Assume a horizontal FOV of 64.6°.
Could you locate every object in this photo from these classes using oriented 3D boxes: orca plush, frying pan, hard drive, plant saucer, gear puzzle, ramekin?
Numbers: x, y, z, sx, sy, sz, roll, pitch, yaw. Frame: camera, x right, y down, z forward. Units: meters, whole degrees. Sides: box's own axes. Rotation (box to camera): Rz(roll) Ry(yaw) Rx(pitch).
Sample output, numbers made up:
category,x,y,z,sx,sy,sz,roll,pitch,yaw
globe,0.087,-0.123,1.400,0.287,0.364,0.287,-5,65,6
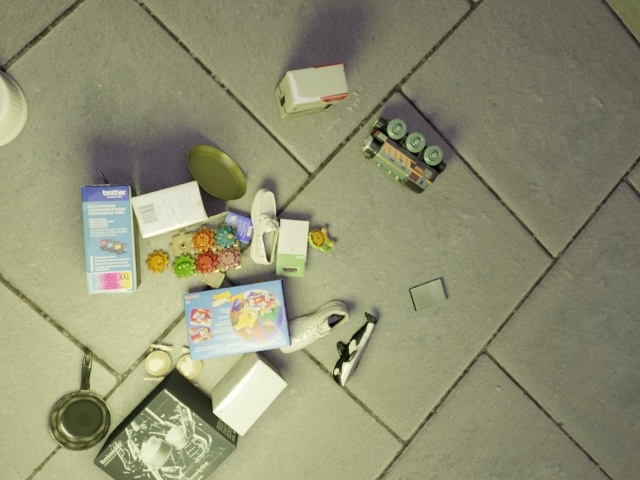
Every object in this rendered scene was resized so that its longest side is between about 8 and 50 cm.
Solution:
category,x,y,z,sx,sy,sz,roll,pitch,yaw
orca plush,0.107,0.399,1.913,0.102,0.151,0.287,24,87,19
frying pan,-0.830,0.550,1.716,0.197,0.053,0.325,-16,92,-13
hard drive,0.428,0.218,2.025,0.135,0.022,0.094,-18,94,-12
plant saucer,-0.366,-0.228,1.765,0.241,0.241,0.037,45,124,-10
gear puzzle,-0.451,0.041,1.775,0.339,0.044,0.175,-10,78,1
ramekin,-1.104,-0.438,1.607,0.278,0.135,0.277,0,90,-13

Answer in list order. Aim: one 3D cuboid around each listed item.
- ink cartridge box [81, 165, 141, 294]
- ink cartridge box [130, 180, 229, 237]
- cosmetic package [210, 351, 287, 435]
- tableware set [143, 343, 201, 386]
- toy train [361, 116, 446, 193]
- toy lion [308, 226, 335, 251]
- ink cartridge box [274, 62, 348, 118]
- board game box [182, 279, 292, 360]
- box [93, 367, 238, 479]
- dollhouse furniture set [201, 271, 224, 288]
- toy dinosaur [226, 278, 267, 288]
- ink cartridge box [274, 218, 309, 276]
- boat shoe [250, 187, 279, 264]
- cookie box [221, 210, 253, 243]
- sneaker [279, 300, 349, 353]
category,x,y,z,sx,sy,sz,roll,pitch,yaw
ink cartridge box,-0.671,-0.036,1.640,0.151,0.270,0.395,-1,90,-16
ink cartridge box,-0.455,-0.104,1.671,0.272,0.309,0.129,-17,94,-13
cosmetic package,-0.253,0.514,1.762,0.138,0.225,0.224,44,82,-10
tableware set,-0.520,0.439,1.795,0.194,0.039,0.128,12,79,-15
toy train,0.321,-0.328,1.947,0.334,0.142,0.190,33,93,-11
toy lion,0.000,0.000,1.897,0.096,0.034,0.100,-38,100,-42
ink cartridge box,-0.039,-0.523,1.789,0.197,0.273,0.114,-13,97,-13
board game box,-0.289,0.277,1.774,0.348,0.078,0.233,-8,84,0
box,-0.504,0.675,1.699,0.312,0.179,0.343,43,92,-9
dollhouse furniture set,-0.357,0.101,1.815,0.076,0.058,0.151,23,79,17
toy dinosaur,-0.240,0.190,1.848,0.212,0.064,0.112,32,84,-11
ink cartridge box,-0.109,0.027,1.878,0.109,0.062,0.209,5,89,-14
boat shoe,-0.188,-0.048,1.823,0.098,0.096,0.276,-5,101,-43
cookie box,-0.301,-0.046,1.844,0.107,0.040,0.091,20,84,-13
sneaker,-0.025,0.320,1.865,0.297,0.129,0.111,-33,99,-10
